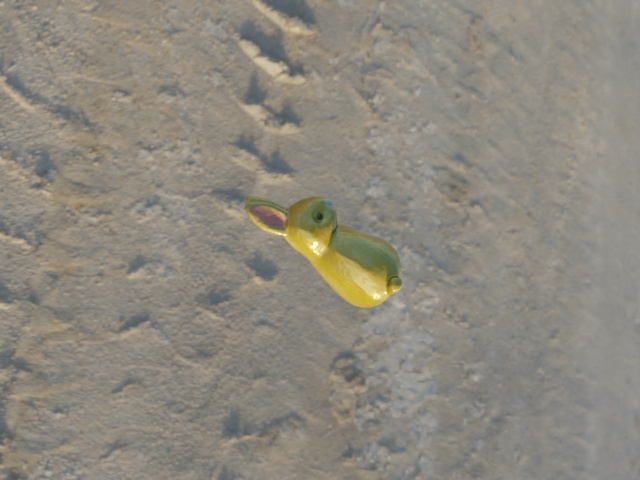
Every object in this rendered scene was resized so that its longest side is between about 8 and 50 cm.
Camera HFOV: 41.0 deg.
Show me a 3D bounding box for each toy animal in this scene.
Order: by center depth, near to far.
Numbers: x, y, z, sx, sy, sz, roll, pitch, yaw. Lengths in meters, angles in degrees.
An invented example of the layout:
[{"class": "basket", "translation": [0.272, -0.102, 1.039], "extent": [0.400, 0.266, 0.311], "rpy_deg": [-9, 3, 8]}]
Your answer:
[{"class": "toy animal", "translation": [0.002, -0.001, 0.806], "extent": [0.159, 0.083, 0.070], "rpy_deg": [35, 87, -14]}]
